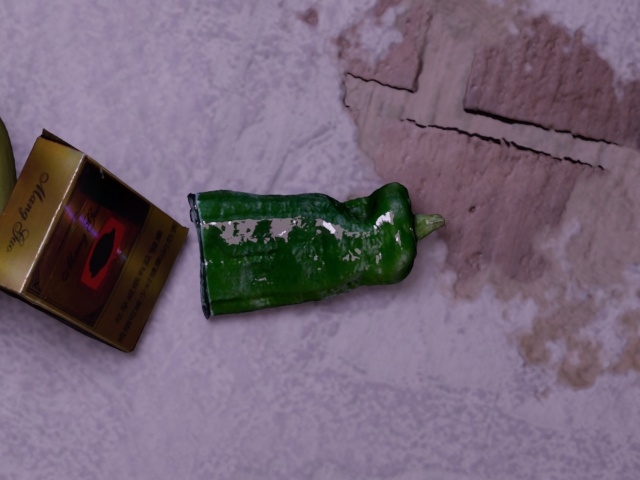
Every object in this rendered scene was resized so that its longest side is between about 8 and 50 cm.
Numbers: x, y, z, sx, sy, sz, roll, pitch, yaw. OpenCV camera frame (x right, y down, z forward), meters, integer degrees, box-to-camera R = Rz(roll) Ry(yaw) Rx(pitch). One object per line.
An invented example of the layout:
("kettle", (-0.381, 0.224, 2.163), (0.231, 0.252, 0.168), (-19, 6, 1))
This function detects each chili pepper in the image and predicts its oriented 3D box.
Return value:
("chili pepper", (0.000, 0.000, 1.889), (0.270, 0.099, 0.136), (-8, 90, -10))

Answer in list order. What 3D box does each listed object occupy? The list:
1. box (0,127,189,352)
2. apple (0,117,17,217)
("box", (-0.236, 0.008, 1.790), (0.071, 0.240, 0.159), (22, 81, 27))
("apple", (-0.441, -0.053, 1.751), (0.292, 0.254, 0.292), (-1, 93, -24))
